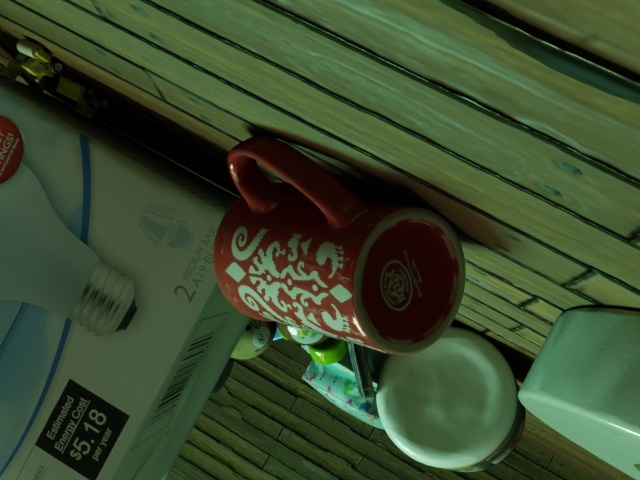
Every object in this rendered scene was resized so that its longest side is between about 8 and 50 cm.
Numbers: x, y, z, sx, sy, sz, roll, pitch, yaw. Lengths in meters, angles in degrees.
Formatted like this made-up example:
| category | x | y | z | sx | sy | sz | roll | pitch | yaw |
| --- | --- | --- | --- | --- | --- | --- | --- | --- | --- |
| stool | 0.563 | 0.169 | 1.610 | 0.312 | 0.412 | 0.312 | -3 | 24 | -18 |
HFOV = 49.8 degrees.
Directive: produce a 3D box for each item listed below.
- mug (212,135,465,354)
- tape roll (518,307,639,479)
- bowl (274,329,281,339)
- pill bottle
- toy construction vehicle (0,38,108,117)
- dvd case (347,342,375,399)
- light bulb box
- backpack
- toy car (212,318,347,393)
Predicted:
| category | x | y | z | sx | sy | sz | roll | pitch | yaw |
| --- | --- | --- | --- | --- | --- | --- | --- | --- | --- |
| mug | -0.003 | 0.010 | 0.477 | 0.150 | 0.113 | 0.169 | 33 | 168 | -32 |
| tape roll | 0.318 | 0.166 | 0.435 | 0.392 | 0.072 | 0.392 | 30 | 172 | 4 |
| bowl | -0.197 | 0.101 | 1.119 | 0.390 | 0.077 | 0.391 | -5 | 159 | -2 |
| pill bottle | 0.179 | 0.215 | 0.889 | 0.162 | 0.162 | 0.278 | 26 | 171 | 26 |
| toy construction vehicle | -0.262 | -0.152 | 0.646 | 0.085 | 0.035 | 0.098 | 26 | 171 | 23 |
| dvd case | 0.043 | 0.121 | 0.902 | 0.018 | 0.165 | 0.221 | -12 | 170 | -1 |
| light bulb box | -0.278 | 0.055 | 0.728 | 0.361 | 0.358 | 0.225 | 28 | -177 | 9 |
| backpack | 0.108 | 0.250 | 1.319 | 0.225 | 0.191 | 0.253 | 20 | 172 | 46 |
| toy car | -0.081 | 0.111 | 0.879 | 0.149 | 0.188 | 0.155 | 27 | 143 | 47 |
